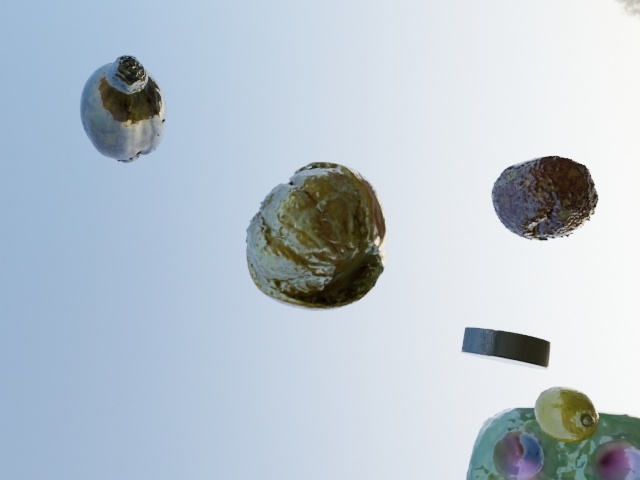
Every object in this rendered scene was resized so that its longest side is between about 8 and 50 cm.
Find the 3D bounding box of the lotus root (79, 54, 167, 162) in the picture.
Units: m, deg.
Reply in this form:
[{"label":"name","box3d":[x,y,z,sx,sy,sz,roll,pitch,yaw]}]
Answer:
[{"label":"lotus root","box3d":[-0.285,-0.190,0.753,0.120,0.209,0.120,9,-119,-17]}]

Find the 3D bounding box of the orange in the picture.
[{"label":"orange","box3d":[0.000,0.000,0.525,0.134,0.156,0.156,40,-137,23]}]

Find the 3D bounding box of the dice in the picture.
[{"label":"dice","box3d":[0.415,0.454,0.790,0.322,0.318,0.330,41,-127,-40]}]

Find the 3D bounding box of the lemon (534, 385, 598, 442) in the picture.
[{"label":"lemon","box3d":[0.275,0.194,0.579,0.062,0.083,0.062,1,-101,-5]}]

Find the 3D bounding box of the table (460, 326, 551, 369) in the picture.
[{"label":"table","box3d":[0.295,0.172,0.829,0.133,0.133,0.043,19,-104,-33]}]

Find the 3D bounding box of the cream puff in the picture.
[{"label":"cream puff","box3d":[0.316,-0.050,0.731,0.149,0.149,0.084,33,-124,-25]}]
